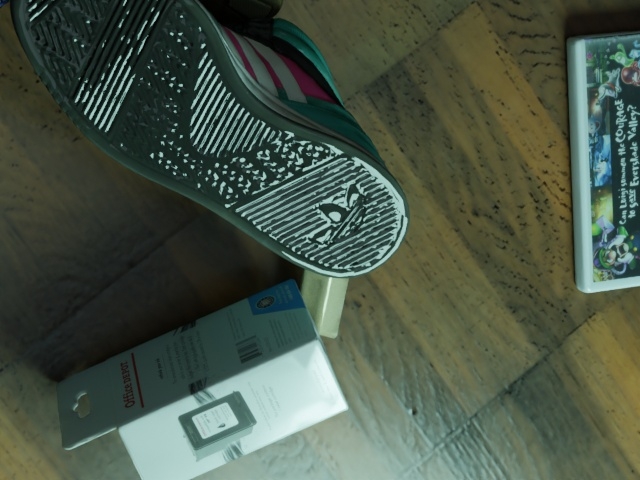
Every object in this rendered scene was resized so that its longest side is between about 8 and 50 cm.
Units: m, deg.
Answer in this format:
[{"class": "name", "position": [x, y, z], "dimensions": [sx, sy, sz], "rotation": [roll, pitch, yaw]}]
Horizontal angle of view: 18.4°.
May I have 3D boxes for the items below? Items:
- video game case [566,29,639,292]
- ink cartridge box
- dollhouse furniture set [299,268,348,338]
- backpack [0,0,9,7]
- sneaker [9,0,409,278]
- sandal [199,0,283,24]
[{"class": "video game case", "position": [0.268, -0.065, 1.479], "dimensions": [0.173, 0.022, 0.190], "rotation": [-7, 102, -19]}, {"class": "ink cartridge box", "position": [-0.081, 0.103, 1.324], "dimensions": [0.180, 0.104, 0.060], "rotation": [-24, 114, 0]}, {"class": "dollhouse furniture set", "position": [0.000, 0.000, 1.401], "dimensions": [0.081, 0.091, 0.114], "rotation": [-34, 141, -53]}, {"class": "backpack", "position": [-0.271, -0.158, 1.192], "dimensions": [0.158, 0.173, 0.116], "rotation": [-21, 105, -14]}, {"class": "sneaker", "position": [-0.078, -0.105, 1.262], "dimensions": [0.295, 0.178, 0.124], "rotation": [39, 98, -25]}, {"class": "sandal", "position": [-0.112, -0.218, 1.299], "dimensions": [0.219, 0.090, 0.060], "rotation": [31, 66, -14]}]
